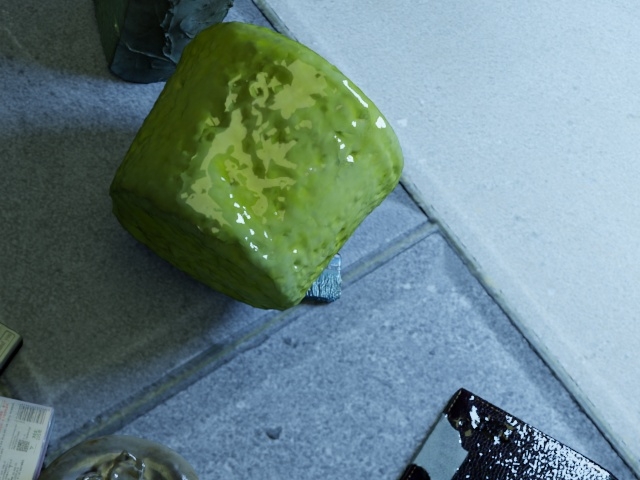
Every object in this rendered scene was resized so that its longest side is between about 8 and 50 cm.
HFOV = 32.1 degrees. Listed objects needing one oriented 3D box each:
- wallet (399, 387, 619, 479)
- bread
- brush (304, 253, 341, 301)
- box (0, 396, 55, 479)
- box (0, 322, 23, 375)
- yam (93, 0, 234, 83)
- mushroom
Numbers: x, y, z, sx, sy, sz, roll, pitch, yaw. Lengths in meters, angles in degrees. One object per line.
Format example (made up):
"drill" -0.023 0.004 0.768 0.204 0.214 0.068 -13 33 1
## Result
"wallet" 0.246 0.342 1.483 0.262 0.071 0.221 31 63 14
"bread" -0.089 -0.087 1.491 0.348 0.348 0.307 28 69 5
"brush" 0.000 0.000 1.639 0.070 0.021 0.196 7 60 -6
"box" -0.395 0.266 1.414 0.089 0.043 0.125 14 62 -4
"box" -0.485 0.173 1.450 0.115 0.036 0.177 28 62 5
"yam" -0.224 -0.378 1.652 0.201 0.271 0.202 -10 72 -17
"mushroom" -0.241 0.339 1.330 0.226 0.178 0.226 10 55 -14
